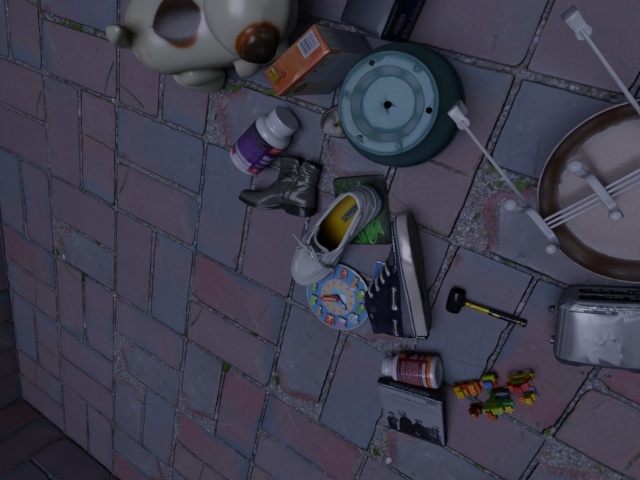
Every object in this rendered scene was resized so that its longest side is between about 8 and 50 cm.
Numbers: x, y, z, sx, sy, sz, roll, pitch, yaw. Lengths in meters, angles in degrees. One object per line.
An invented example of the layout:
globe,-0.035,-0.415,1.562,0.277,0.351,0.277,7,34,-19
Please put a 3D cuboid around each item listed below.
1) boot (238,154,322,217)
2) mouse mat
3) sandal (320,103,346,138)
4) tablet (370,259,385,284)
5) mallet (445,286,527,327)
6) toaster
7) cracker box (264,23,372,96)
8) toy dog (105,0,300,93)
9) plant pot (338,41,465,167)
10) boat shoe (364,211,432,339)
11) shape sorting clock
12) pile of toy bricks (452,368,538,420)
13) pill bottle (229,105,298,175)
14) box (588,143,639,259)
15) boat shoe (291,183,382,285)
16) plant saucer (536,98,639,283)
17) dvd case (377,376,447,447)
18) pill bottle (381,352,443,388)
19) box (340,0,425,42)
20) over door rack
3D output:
boot,-0.111,-0.165,1.244,0.247,0.083,0.161,12,106,20
mouse mat,0.112,-0.079,1.178,0.153,0.007,0.189,0,108,30
sandal,0.095,-0.282,1.080,0.219,0.060,0.089,18,116,24
tablet,0.169,0.099,1.210,0.054,0.006,0.083,20,118,23
mallet,0.403,0.180,1.089,0.190,0.039,0.062,25,117,16
toaster,0.600,0.180,0.916,0.227,0.129,0.146,0,105,32
cracker box,0.005,-0.395,0.987,0.156,0.232,0.067,-29,91,34
toy dog,-0.233,-0.516,0.999,0.408,0.395,0.284,6,102,37
plant pot,0.155,-0.273,0.898,0.272,0.255,0.271,4,105,15
boat shoe,0.180,0.100,1.128,0.158,0.127,0.340,-5,106,24
shape sorting clock,0.049,0.165,1.283,0.206,0.040,0.206,11,113,27
pile of toy bricks,0.437,0.403,1.105,0.212,0.105,0.118,-24,94,34
pill bottle,-0.150,-0.271,1.198,0.193,0.108,0.108,-36,88,35
box,0.662,-0.024,0.798,0.191,0.143,0.381,-28,94,35
boat shoe,0.006,0.006,1.163,0.135,0.156,0.367,52,124,14
plant saucer,0.536,-0.080,0.741,0.311,0.050,0.310,12,114,27
dvd case,0.259,0.481,1.235,0.179,0.029,0.238,9,133,28
pill bottle,0.249,0.353,1.208,0.152,0.086,0.086,-4,106,31
box,0.162,-0.541,0.871,0.103,0.184,0.261,34,122,16
over door rack,0.384,-0.161,0.711,0.239,0.108,0.324,-36,87,35
